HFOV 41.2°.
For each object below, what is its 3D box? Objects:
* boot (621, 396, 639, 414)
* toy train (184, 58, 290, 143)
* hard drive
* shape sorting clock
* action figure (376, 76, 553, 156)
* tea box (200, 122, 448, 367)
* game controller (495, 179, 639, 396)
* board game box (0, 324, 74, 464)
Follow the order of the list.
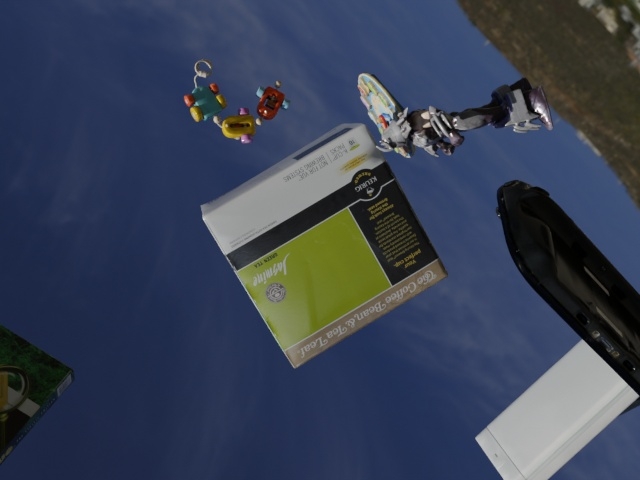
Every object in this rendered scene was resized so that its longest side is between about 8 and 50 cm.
[{"bbox_3d":[0.673,0.238,1.833,0.094,0.207,0.246,24,-131,-39],"label":"boot"},{"bbox_3d":[-0.141,-0.226,1.411,0.166,0.046,0.125,22,-107,-10],"label":"toy train"},{"bbox_3d":[0.473,0.323,1.654,0.047,0.353,0.233,46,-177,-13],"label":"hard drive"},{"bbox_3d":[0.138,-0.264,1.812,0.206,0.040,0.206,52,172,11],"label":"shape sorting clock"},{"bbox_3d":[0.231,-0.195,1.428,0.185,0.285,0.099,-86,-19,-84],"label":"action figure"},{"bbox_3d":[0.000,0.000,1.577,0.323,0.329,0.220,61,176,-10],"label":"tea box"},{"bbox_3d":[0.311,0.065,0.994,0.319,0.067,0.166,41,-142,-25],"label":"game controller"},{"bbox_3d":[-0.383,0.113,0.816,0.260,0.030,0.136,28,-129,9],"label":"board game box"}]
